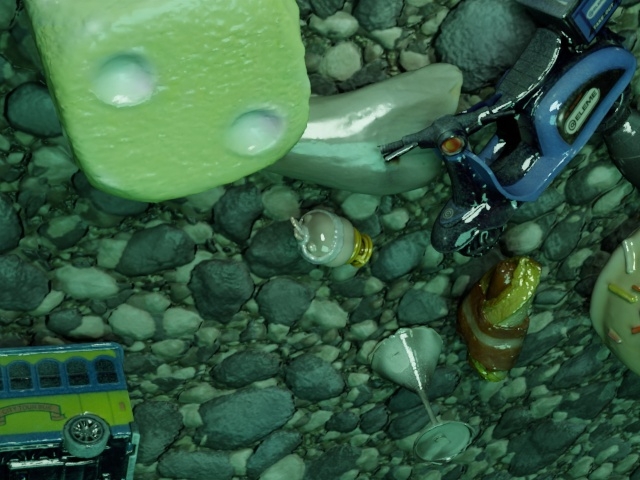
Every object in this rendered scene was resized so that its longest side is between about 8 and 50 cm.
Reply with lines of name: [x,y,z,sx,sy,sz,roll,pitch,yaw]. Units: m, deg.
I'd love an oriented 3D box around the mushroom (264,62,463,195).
mushroom: [0.007,-0.131,1.553,0.329,0.122,0.159,-2,97,-20]

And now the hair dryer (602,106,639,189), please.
hair dryer: [0.527,-0.152,1.721,0.235,0.091,0.271,38,105,-20]

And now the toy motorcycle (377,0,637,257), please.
toy motorcycle: [0.226,-0.146,1.534,0.358,0.125,0.213,-53,134,-4]

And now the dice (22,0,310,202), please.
dice: [-0.152,-0.210,1.298,0.255,0.252,0.249,-17,137,-3]

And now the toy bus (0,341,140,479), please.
toy bus: [-0.401,0.246,1.695,0.312,0.190,0.152,-2,134,-19]

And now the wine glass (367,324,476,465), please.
wine glass: [0.152,0.225,1.892,0.122,0.183,0.122,-12,135,-12]

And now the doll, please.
doll: [0.000,0.000,1.699,0.127,0.073,0.084,19,156,-37]

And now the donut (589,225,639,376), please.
donut: [0.590,0.076,1.942,0.383,0.142,0.382,-11,135,-11]

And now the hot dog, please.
hot dog: [0.242,0.113,1.863,0.093,0.123,0.261,3,129,-7]
